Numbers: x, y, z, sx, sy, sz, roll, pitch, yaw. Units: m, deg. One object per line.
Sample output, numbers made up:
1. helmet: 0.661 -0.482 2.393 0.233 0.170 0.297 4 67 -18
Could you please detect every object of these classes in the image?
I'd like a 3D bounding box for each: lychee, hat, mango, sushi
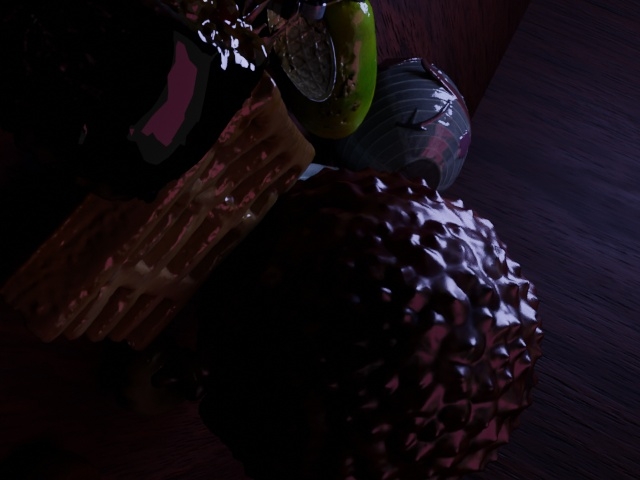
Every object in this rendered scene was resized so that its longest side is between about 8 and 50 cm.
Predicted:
1. lychee: 0.032 0.121 1.171 0.500 0.424 0.424 2 122 -32
2. hat: -0.047 -0.223 1.146 0.146 0.067 0.146 33 50 -50
3. mango: 0.017 -0.225 1.274 0.232 0.111 0.125 96 19 -54
4. sushi: -0.137 -0.155 0.650 0.204 0.213 0.200 -54 -174 7

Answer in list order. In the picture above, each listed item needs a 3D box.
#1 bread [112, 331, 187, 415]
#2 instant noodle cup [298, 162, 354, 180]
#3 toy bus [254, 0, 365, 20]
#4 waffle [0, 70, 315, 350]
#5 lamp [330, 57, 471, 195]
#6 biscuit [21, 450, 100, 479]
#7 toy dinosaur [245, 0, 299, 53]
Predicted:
1. bread: -0.211 0.165 1.190 0.094 0.083 0.157 -59 157 -19
2. instant noodle cup: 0.000 0.000 1.442 0.230 0.230 0.182 -40 144 -61
3. toy bus: -0.006 -0.302 1.012 0.201 0.114 0.098 -37 151 -52
4. waffle: -0.133 -0.030 0.924 0.304 0.077 0.348 -47 171 -1
5. lamp: 0.126 -0.173 1.576 0.233 0.233 0.265 -57 153 -27
6. biscuit: -0.366 0.393 1.056 0.367 0.063 0.314 -59 170 -17
7. toy dinosaur: -0.117 -0.184 0.898 0.206 0.113 0.327 -41 167 28
